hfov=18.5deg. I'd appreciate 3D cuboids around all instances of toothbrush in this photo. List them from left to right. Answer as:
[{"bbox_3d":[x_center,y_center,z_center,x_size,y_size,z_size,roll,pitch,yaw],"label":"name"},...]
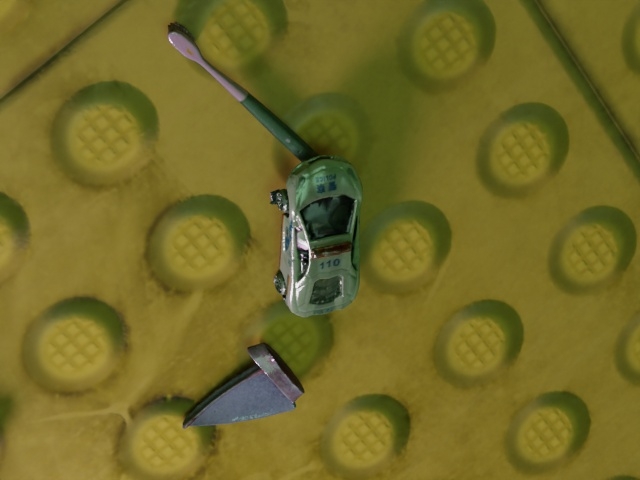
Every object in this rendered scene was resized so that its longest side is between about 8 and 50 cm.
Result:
[{"bbox_3d":[-0.063,-0.129,1.919,0.018,0.024,0.257,-36,125,17],"label":"toothbrush"}]

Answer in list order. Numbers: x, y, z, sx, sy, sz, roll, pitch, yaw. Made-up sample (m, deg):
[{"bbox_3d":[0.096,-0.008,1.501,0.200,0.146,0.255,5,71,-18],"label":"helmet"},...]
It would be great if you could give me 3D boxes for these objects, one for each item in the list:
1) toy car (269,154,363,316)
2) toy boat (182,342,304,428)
[{"bbox_3d":[0.000,0.000,1.976,0.093,0.058,0.186,-11,128,-17],"label":"toy car"},{"bbox_3d":[-0.085,0.167,2.054,0.122,0.034,0.096,-35,123,7],"label":"toy boat"}]
